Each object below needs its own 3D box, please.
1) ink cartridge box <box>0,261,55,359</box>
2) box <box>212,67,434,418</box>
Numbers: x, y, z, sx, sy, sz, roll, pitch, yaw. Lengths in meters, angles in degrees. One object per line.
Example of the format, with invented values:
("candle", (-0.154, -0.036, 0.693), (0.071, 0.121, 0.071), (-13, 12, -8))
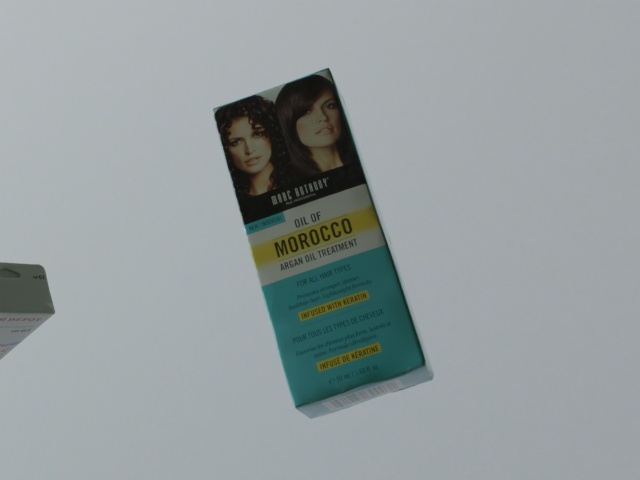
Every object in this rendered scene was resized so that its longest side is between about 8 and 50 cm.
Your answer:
("ink cartridge box", (-0.311, 0.069, 0.935), (0.088, 0.122, 0.052), (4, -123, -46))
("box", (0.000, 0.000, 0.778), (0.100, 0.060, 0.244), (-19, -110, 5))
